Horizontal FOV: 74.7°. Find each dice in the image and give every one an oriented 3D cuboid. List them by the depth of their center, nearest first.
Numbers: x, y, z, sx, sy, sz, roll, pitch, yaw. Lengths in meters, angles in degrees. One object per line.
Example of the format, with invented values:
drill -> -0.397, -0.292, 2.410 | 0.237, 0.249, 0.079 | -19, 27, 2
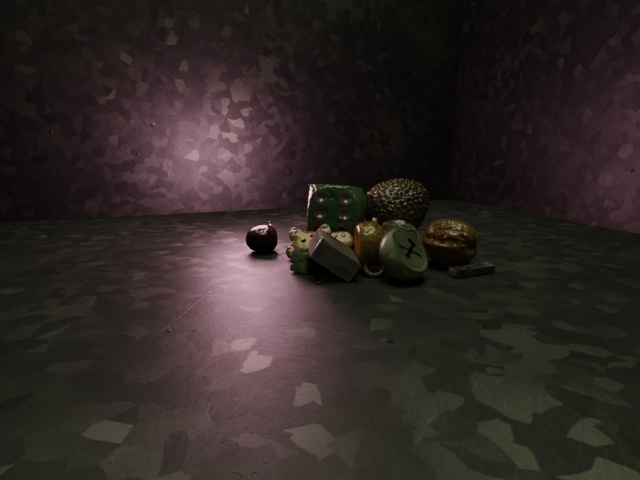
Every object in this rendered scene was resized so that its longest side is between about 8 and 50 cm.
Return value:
dice -> 0.081, -0.145, 2.347 | 0.318, 0.323, 0.330 | 4, 1, -1

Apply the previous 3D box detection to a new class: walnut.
walnut -> 0.608, 0.008, 1.976 | 0.256, 0.225, 0.257 | 3, 13, -1

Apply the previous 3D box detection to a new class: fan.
fan -> 0.030, 0.161, 1.790 | 0.113, 0.005, 0.175 | 9, 14, 32

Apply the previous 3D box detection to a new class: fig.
fig -> -0.302, -0.031, 2.285 | 0.169, 0.146, 0.274 | 3, 28, 8

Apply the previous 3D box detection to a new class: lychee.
lychee -> 0.436, -0.184, 2.463 | 0.432, 0.380, 0.380 | -39, 12, 6

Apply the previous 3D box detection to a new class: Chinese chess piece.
Chinese chess piece -> 0.350, 0.058, 1.765 | 0.237, 0.238, 0.092 | -14, -22, -47

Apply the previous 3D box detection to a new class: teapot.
teapot -> 0.244, 0.024, 1.884 | 0.166, 0.203, 0.312 | -1, 56, -4

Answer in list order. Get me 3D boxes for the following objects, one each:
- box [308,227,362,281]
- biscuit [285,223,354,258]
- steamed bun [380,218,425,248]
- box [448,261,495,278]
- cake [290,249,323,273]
box -> 0.056, 0.057, 1.835 | 0.203, 0.106, 0.252 | 32, 10, -10
biscuit -> 0.000, 0.000, 2.116 | 0.339, 0.047, 0.216 | 1, 57, 7
steamed bun -> 0.371, 0.001, 2.055 | 0.267, 0.207, 0.280 | 5, 16, 20
box -> 0.669, 0.132, 1.850 | 0.217, 0.040, 0.055 | -6, 15, -23
cake -> -0.037, 0.114, 1.944 | 0.100, 0.099, 0.235 | 8, -6, 34
